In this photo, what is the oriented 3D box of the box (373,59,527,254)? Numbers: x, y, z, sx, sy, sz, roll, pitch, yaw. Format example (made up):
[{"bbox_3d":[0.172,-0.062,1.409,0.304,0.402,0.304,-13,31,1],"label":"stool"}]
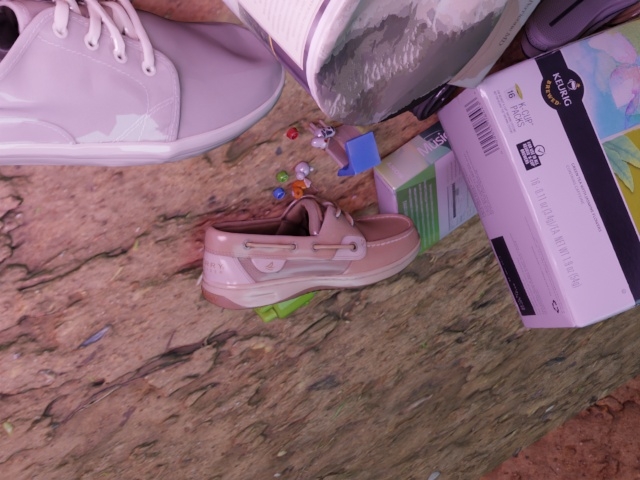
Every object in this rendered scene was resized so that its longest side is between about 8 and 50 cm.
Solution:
[{"bbox_3d":[0.225,-0.120,1.684,0.322,0.058,0.232,-36,153,-12],"label":"box"}]

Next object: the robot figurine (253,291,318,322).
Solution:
[{"bbox_3d":[-0.045,0.064,1.595,0.115,0.067,0.101,-36,141,-11],"label":"robot figurine"}]

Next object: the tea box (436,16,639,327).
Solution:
[{"bbox_3d":[0.376,-0.092,1.477,0.323,0.329,0.220,-23,179,-9],"label":"tea box"}]

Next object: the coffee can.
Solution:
[{"bbox_3d":[-0.003,-0.257,0.938,0.201,0.275,0.201,-30,151,-19],"label":"coffee can"}]

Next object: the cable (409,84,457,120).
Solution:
[{"bbox_3d":[0.200,-0.278,1.447,0.139,0.072,0.287,-38,171,-46],"label":"cable"}]

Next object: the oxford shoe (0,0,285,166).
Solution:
[{"bbox_3d":[-0.205,-0.153,0.967,0.449,0.169,0.130,-9,138,-38],"label":"oxford shoe"}]

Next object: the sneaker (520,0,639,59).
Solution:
[{"bbox_3d":[0.367,-0.332,1.536,0.258,0.094,0.091,-33,176,-14],"label":"sneaker"}]

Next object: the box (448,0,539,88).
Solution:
[{"bbox_3d":[0.089,-0.266,1.214,0.311,0.121,0.148,-1,133,-51],"label":"box"}]

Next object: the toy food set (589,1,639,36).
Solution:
[{"bbox_3d":[0.445,-0.331,1.590,0.192,0.132,0.038,-39,110,-1],"label":"toy food set"}]

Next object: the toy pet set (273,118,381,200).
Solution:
[{"bbox_3d":[0.012,-0.093,1.435,0.114,0.065,0.122,-24,149,-29],"label":"toy pet set"}]

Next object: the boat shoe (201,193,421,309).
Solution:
[{"bbox_3d":[0.000,0.000,1.493,0.341,0.121,0.110,-15,114,-38],"label":"boat shoe"}]
